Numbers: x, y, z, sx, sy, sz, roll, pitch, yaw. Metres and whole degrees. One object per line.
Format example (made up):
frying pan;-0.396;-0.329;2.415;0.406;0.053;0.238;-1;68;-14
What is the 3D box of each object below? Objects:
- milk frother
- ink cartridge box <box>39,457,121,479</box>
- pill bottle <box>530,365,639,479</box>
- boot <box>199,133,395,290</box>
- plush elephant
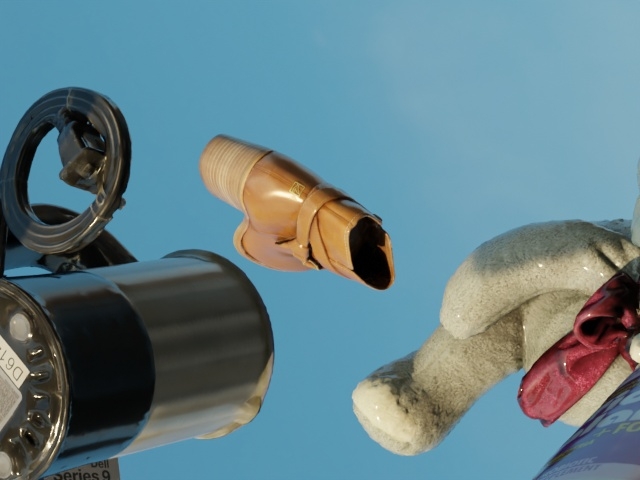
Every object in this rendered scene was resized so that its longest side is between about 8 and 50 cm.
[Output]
milk frother;-0.078;0.016;0.692;0.135;0.143;0.129;-8;-113;-57
ink cartridge box;-0.250;0.251;1.486;0.154;0.093;0.212;10;-117;-43
pill bottle;0.204;0.147;0.910;0.301;0.169;0.169;-32;-81;-55
boot;0.000;0.000;1.347;0.073;0.152;0.197;-58;-32;-7
plush elephant;0.235;0.075;1.197;0.272;0.255;0.330;37;-95;-10
